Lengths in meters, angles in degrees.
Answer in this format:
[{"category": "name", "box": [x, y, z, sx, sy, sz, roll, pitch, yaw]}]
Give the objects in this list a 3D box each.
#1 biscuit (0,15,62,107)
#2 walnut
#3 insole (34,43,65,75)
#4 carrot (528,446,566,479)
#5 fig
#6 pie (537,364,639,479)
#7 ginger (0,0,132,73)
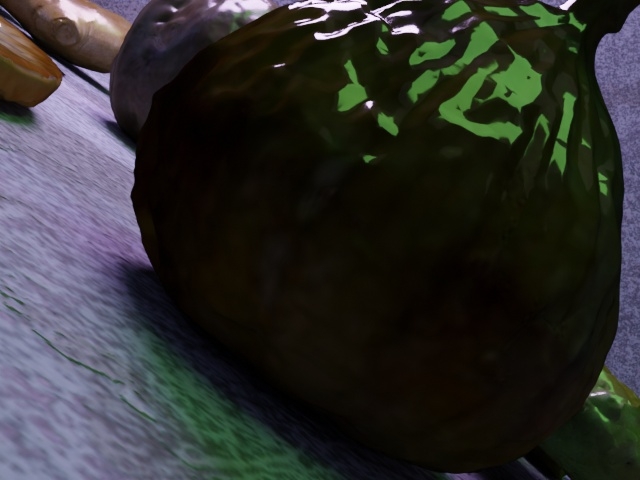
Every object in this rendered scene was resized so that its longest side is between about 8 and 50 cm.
[{"category": "biscuit", "box": [-0.288, -0.166, 0.688, 0.204, 0.040, 0.309, 37, 5, 5]}, {"category": "walnut", "box": [-0.125, -0.185, 1.056, 0.224, 0.224, 0.224, 37, 4, -3]}, {"category": "insole", "box": [-0.357, -0.239, 1.184, 0.152, 0.002, 0.053, 40, 5, 39]}, {"category": "carrot", "box": [0.183, 0.120, 1.001, 0.114, 0.114, 0.302, 33, 8, -47]}, {"category": "fig", "box": [0.089, -0.060, 0.546, 0.286, 0.369, 0.286, 44, -4, 3]}, {"category": "pie", "box": [0.215, 0.147, 0.715, 0.323, 0.070, 0.323, 42, 5, -4]}, {"category": "ginger", "box": [-0.440, -0.367, 1.291, 0.363, 0.122, 0.348, 46, 10, 29]}]
